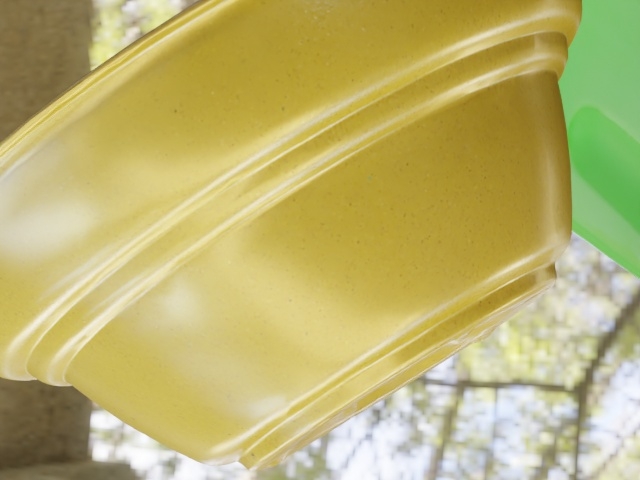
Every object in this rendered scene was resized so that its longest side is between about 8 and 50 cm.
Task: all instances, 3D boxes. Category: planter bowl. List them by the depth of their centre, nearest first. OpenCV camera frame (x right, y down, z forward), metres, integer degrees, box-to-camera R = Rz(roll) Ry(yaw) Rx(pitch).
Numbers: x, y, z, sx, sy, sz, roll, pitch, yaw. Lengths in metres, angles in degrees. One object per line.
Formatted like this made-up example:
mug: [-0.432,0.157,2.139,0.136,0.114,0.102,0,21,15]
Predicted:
planter bowl: [0.000,0.000,0.482,0.217,0.217,0.090,-23,-102,-46]

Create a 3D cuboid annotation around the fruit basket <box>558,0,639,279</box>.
fruit basket: [0.244,-0.129,0.882,0.392,0.392,0.283,-31,-36,-44]
